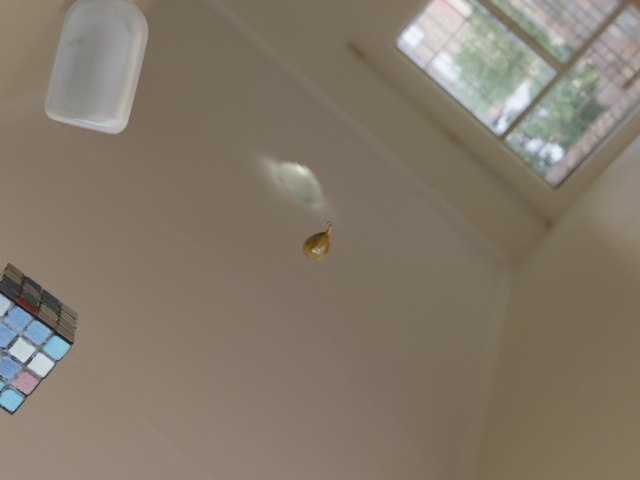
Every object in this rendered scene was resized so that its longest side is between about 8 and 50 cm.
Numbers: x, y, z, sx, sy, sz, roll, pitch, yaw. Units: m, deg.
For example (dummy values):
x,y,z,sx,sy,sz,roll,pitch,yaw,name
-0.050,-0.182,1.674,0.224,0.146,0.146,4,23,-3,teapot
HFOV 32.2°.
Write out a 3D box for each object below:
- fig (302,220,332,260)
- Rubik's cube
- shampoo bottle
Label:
x,y,z,sx,sy,sz,roll,pitch,yaw,name
0.000,0.000,2.045,0.050,0.083,0.050,29,-165,-9,fig
-0.494,0.153,1.767,0.151,0.154,0.155,41,-176,-16,Rubik's cube
-0.268,-0.247,1.365,0.108,0.221,0.051,14,180,4,shampoo bottle
